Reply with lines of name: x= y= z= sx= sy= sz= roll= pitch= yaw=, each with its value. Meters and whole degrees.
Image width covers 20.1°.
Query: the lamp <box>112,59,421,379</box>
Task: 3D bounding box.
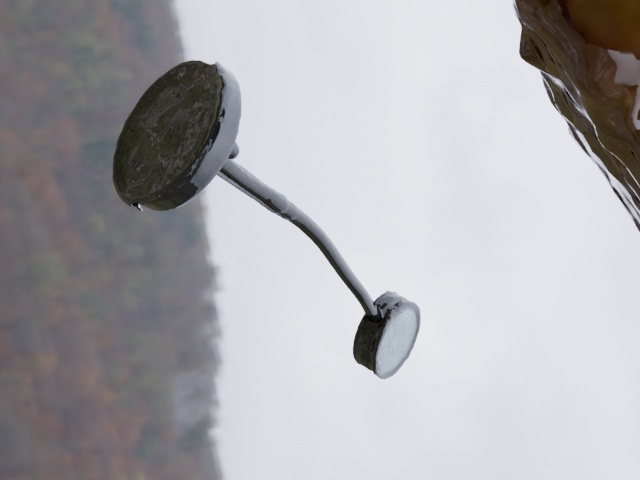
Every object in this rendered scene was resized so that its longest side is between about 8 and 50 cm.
lamp: x=-0.031 y=-0.013 z=1.339 sx=0.108 sy=0.130 sz=0.371 roll=22 pitch=-8 yaw=32

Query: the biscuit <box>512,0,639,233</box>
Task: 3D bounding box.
biscuit: x=0.318 y=-0.037 z=0.790 sx=0.395 sy=0.343 sz=0.166 roll=57 pitch=-1 yaw=4
